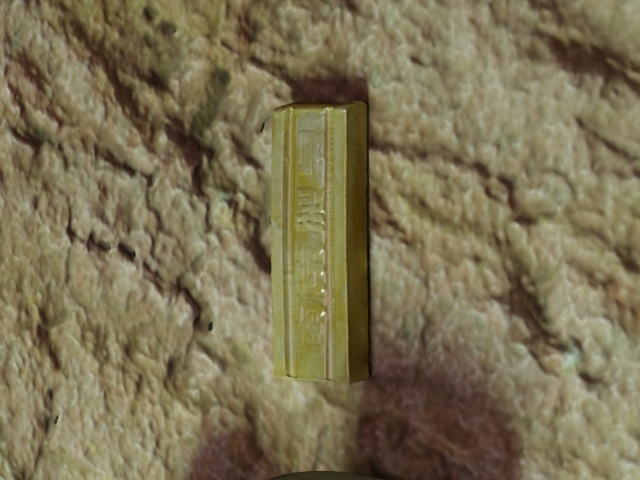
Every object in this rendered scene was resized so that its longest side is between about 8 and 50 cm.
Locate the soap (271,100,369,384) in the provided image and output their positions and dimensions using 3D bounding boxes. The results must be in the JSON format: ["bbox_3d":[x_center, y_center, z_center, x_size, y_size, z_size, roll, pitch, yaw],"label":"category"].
[{"bbox_3d":[-0.001,0.000,1.773,0.092,0.037,0.252,1,93,40],"label":"soap"}]

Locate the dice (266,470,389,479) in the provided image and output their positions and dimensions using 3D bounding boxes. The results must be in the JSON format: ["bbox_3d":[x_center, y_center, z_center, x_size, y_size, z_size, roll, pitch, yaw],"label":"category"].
[{"bbox_3d":[0.021,0.312,1.668,0.193,0.192,0.194,19,103,41],"label":"dice"}]
